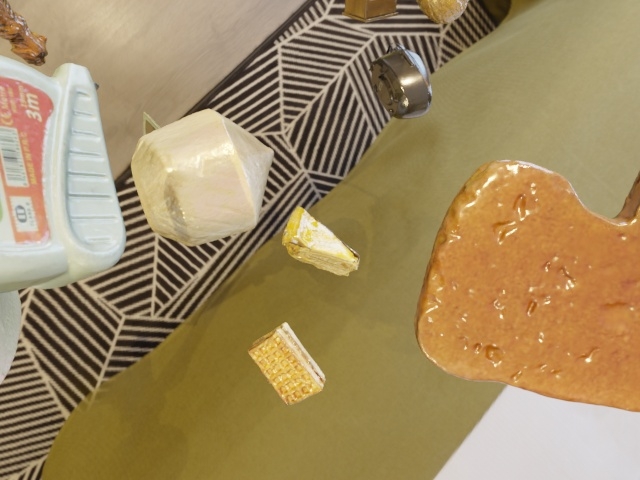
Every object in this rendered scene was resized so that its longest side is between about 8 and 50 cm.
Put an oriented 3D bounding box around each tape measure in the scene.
[{"bbox_3d":[-0.328,-0.068,0.524,0.246,0.125,0.243,-5,77,-60],"label":"tape measure"}]

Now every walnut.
[{"bbox_3d":[0.227,-0.455,0.935,0.124,0.105,0.105,24,86,-63],"label":"walnut"}]

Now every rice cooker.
[{"bbox_3d":[0.211,-0.413,1.330,0.118,0.142,0.203,-21,72,-14],"label":"rice cooker"}]

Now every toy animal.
[{"bbox_3d":[-0.473,-0.341,0.701,0.099,0.241,0.057,20,70,15],"label":"toy animal"}]

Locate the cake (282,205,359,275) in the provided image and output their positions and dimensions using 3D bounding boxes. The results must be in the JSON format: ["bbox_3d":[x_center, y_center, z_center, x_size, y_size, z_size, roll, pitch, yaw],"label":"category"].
[{"bbox_3d":[-0.001,0.003,1.141,0.184,0.080,0.116,12,53,-14],"label":"cake"}]

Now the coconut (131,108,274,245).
[{"bbox_3d":[-0.252,-0.146,1.150,0.328,0.329,0.329,-2,96,-20],"label":"coconut"}]

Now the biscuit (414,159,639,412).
[{"bbox_3d":[0.228,0.008,0.417,0.276,0.052,0.262,8,104,3],"label":"biscuit"}]

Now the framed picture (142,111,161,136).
[{"bbox_3d":[-0.483,-0.236,1.595,0.018,0.293,0.231,-23,144,-36],"label":"framed picture"}]

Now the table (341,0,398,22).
[{"bbox_3d":[0.093,-0.462,0.944,0.083,0.070,0.082,-25,133,-28],"label":"table"}]

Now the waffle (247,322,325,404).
[{"bbox_3d":[-0.066,0.247,1.008,0.102,0.042,0.148,-36,91,29],"label":"waffle"}]

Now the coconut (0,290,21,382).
[{"bbox_3d":[-0.515,0.101,0.570,0.309,0.297,0.297,-29,108,19],"label":"coconut"}]
